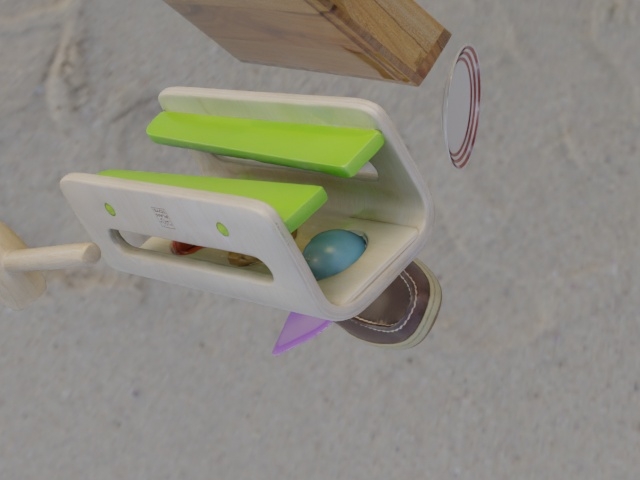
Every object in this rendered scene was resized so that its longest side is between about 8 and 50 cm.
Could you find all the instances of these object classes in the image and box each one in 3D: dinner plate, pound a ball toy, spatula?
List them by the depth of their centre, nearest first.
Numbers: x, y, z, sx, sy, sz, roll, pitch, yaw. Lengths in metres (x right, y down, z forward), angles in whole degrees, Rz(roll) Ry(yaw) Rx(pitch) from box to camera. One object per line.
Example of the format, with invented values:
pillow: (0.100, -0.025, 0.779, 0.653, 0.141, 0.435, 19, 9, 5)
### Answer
pound a ball toy: (-0.095, 0.002, 1.169, 0.319, 0.208, 0.136, 8, 136, 50)
spatula: (0.000, 0.000, 1.648, 0.084, 0.296, 0.030, -28, 128, 31)
dinner plate: (0.153, -0.146, 1.743, 0.017, 0.141, 0.141, 5, 119, 21)

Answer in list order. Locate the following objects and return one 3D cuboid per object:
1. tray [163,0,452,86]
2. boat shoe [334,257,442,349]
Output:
tray: (-0.053, -0.263, 1.728, 0.203, 0.411, 0.076, 37, 82, -29)
boat shoe: (0.008, 0.034, 1.931, 0.123, 0.342, 0.123, 20, 98, -39)
